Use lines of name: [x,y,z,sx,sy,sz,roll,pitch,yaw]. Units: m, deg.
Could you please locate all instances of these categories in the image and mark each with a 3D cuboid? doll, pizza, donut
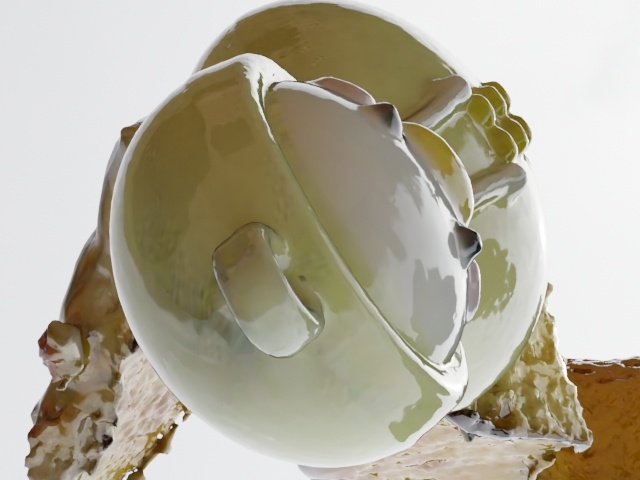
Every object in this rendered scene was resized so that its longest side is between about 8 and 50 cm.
doll: [0.011,-0.006,0.514,0.117,0.141,0.296,-28,-176,4]
pizza: [-0.099,0.048,1.029,0.071,0.297,0.189,29,-153,21]
donut: [0.083,0.083,0.783,0.152,0.259,0.101,-21,-122,42]
